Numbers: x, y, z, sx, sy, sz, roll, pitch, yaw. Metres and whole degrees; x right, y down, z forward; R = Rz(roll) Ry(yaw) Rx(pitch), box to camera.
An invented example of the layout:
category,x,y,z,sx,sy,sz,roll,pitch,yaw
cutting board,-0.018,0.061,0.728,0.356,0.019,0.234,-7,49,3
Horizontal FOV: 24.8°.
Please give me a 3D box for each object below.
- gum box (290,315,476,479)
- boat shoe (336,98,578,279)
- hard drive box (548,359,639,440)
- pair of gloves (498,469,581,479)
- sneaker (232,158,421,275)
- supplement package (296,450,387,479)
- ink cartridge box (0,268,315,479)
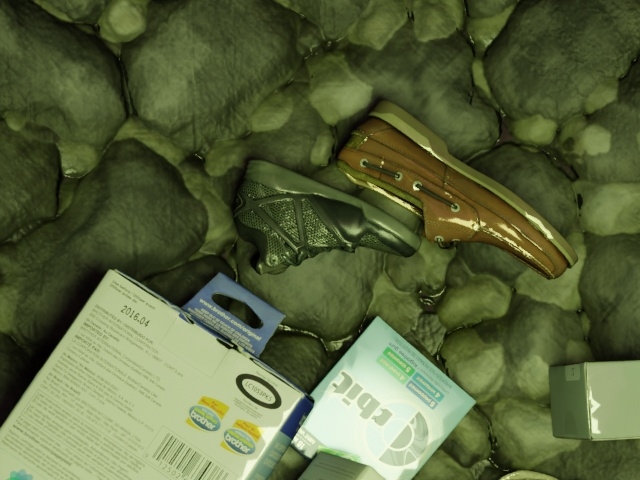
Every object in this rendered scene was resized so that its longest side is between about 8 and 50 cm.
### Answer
category,x,y,z,sx,sy,sz,roll,pitch,yaw
gum box,0.065,0.210,1.728,0.157,0.041,0.184,40,82,1
boat shoe,0.158,-0.036,1.735,0.307,0.111,0.104,37,82,12
hard drive box,0.399,0.182,1.688,0.232,0.181,0.089,-3,84,-5
pair of gloves,0.229,0.394,1.721,0.204,0.042,0.240,-5,86,-8
sneaker,0.000,0.000,1.727,0.227,0.087,0.130,20,84,1
supplement package,-0.003,0.402,1.577,0.175,0.177,0.293,43,77,-12
ink cartridge box,-0.189,0.218,1.637,0.270,0.151,0.395,32,84,9
